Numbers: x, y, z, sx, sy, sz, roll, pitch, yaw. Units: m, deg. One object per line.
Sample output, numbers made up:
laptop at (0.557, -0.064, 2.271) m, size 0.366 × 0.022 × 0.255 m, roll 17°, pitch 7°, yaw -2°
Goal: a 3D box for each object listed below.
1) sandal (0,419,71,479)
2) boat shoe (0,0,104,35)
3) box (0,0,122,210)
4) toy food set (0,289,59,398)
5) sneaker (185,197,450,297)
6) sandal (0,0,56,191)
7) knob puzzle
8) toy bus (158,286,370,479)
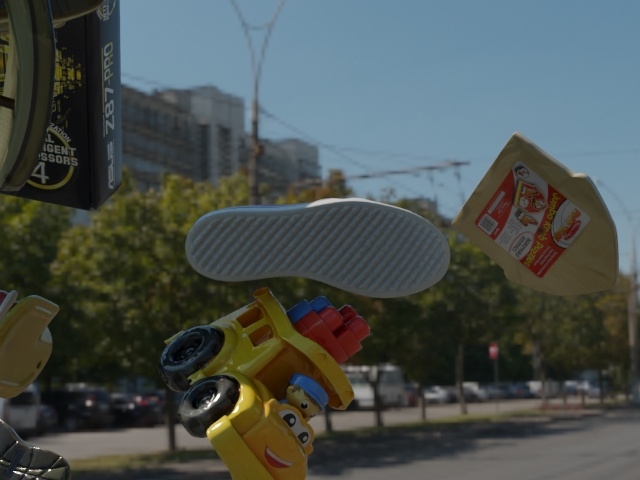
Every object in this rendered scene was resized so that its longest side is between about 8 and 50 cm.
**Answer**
sandal at (-0.453, 0.331, 1.669) m, size 0.219 × 0.090 × 0.060 m, roll 14°, pitch -26°, yaw 27°
boat shoe at (-0.257, -0.196, 0.929) m, size 0.153 × 0.056 × 0.048 m, roll -19°, pitch -2°, yaw -19°
box at (-0.441, -0.224, 1.372) m, size 0.395 × 0.318 × 0.097 m, roll 12°, pitch 27°, yaw 11°
toy food set at (-0.380, 0.110, 1.302) m, size 0.071 × 0.128 × 0.218 m, roll 25°, pitch -10°, yaw 10°
sneaker at (0.000, -0.001, 1.241) m, size 0.282 × 0.102 × 0.161 m, roll 6°, pitch 3°, yaw 2°
sandal at (-0.228, -0.180, 0.736) m, size 0.086 × 0.302 × 0.120 m, roll -8°, pitch 25°, yaw -15°
knob puzzle at (0.267, -0.015, 1.291) m, size 0.213 × 0.213 × 0.030 m, roll -9°, pitch 23°, yaw 45°
toy bus at (-0.038, 0.147, 1.162) m, size 0.211 × 0.149 × 0.220 m, roll -33°, pitch 29°, yaw -3°
